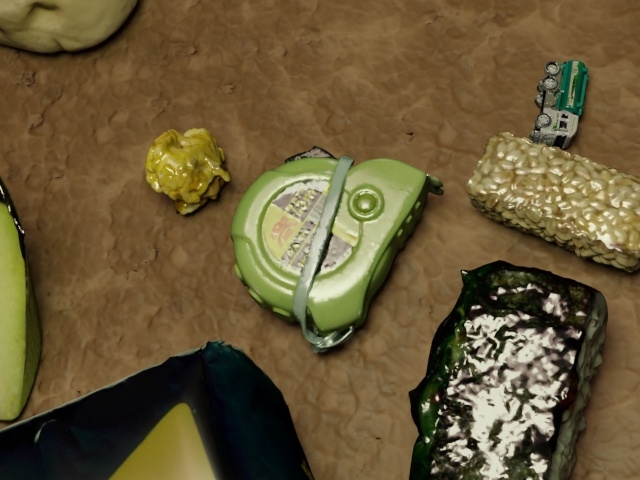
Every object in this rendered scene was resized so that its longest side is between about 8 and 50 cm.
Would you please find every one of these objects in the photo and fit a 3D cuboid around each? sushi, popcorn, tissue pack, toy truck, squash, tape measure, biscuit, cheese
[{"bbox_3d":[0.142,0.129,0.940,0.127,0.124,0.225,11,76,20],"label":"sushi"},{"bbox_3d":[-0.126,-0.059,1.136,0.084,0.084,0.084,-6,65,13],"label":"popcorn"},{"bbox_3d":[-0.088,0.321,0.845,0.264,0.253,0.416,-25,64,3],"label":"tissue pack"},{"bbox_3d":[0.214,-0.122,1.081,0.044,0.039,0.083,11,68,5],"label":"toy truck"},{"bbox_3d":[-0.362,0.030,1.108,0.237,0.155,0.204,15,69,20],"label":"squash"},{"bbox_3d":[0.000,0.000,1.056,0.154,0.087,0.177,25,76,11],"label":"tape measure"},{"bbox_3d":[0.207,-0.031,1.024,0.168,0.070,0.082,21,77,20],"label":"biscuit"},{"bbox_3d":[-0.291,-0.297,1.255,0.218,0.117,0.235,-37,59,-1],"label":"cheese"}]
